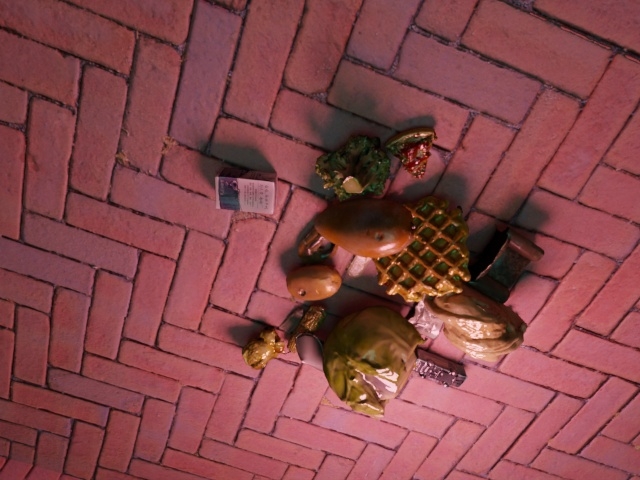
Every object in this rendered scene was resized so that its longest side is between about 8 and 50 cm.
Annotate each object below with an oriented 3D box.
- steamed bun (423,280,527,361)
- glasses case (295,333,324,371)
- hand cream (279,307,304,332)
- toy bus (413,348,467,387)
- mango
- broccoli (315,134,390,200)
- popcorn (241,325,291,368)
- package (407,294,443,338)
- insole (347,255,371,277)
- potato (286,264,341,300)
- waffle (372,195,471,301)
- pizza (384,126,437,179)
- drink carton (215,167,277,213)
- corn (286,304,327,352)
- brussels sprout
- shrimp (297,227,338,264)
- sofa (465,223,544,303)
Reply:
[{"bbox_3d":[0.584,0.303,1.855,0.372,0.325,0.230,27,111,-12],"label":"steamed bun"},{"bbox_3d":[0.014,0.507,2.077,0.083,0.128,0.308,-28,134,26],"label":"glasses case"},{"bbox_3d":[-0.120,0.351,2.111,0.057,0.037,0.165,31,124,-12],"label":"hand cream"},{"bbox_3d":[0.520,0.570,2.130,0.261,0.109,0.091,24,116,-11],"label":"toy bus"},{"bbox_3d":[0.156,-0.047,1.717,0.383,0.222,0.199,4,154,28],"label":"mango"},{"bbox_3d":[0.117,-0.244,1.644,0.262,0.243,0.247,27,120,-6],"label":"broccoli"},{"bbox_3d":[-0.248,0.485,2.128,0.195,0.173,0.168,-38,151,-5],"label":"popcorn"},{"bbox_3d":[0.468,0.309,2.036,0.166,0.040,0.232,17,111,-8],"label":"package"},{"bbox_3d":[0.182,0.054,1.932,0.081,0.011,0.248,24,118,-9],"label":"insole"},{"bbox_3d":[-0.027,0.170,1.941,0.233,0.146,0.151,-6,100,25],"label":"potato"},{"bbox_3d":[0.361,0.033,1.775,0.379,0.095,0.382,-11,85,24],"label":"waffle"},{"bbox_3d":[0.335,-0.296,1.703,0.188,0.062,0.199,-18,117,16],"label":"pizza"},{"bbox_3d":[-0.274,-0.185,1.789,0.222,0.102,0.134,6,117,1],"label":"drink carton"},{"bbox_3d":[-0.061,0.382,2.089,0.086,0.086,0.288,28,119,-11],"label":"corn"},{"bbox_3d":[0.196,0.470,1.969,0.361,0.342,0.426,29,88,22],"label":"brussels sprout"},{"bbox_3d":[0.012,0.011,1.896,0.145,0.059,0.254,35,116,-17],"label":"shrimp"},{"bbox_3d":[0.690,0.095,1.799,0.200,0.182,0.258,30,106,-12],"label":"sofa"}]
